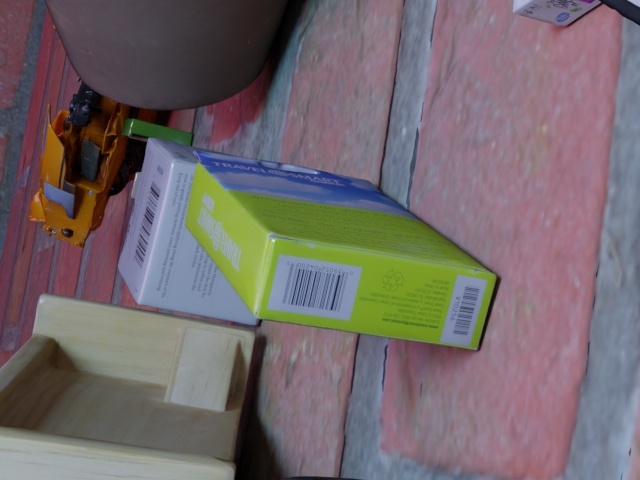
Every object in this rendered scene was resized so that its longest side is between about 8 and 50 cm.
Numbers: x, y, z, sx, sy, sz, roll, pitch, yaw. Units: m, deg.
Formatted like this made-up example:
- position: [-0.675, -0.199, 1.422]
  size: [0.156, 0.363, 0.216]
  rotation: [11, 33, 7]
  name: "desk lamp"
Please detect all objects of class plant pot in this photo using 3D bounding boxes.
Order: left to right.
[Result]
- position: [-0.111, -0.223, 0.932]
  size: [0.263, 0.263, 0.229]
  rotation: [-100, 12, -47]
  name: "plant pot"

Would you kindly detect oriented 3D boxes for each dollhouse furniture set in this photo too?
- position: [-0.158, -0.029, 1.193]
  size: [0.076, 0.058, 0.152]
  rotation: [-160, 81, -71]
  name: "dollhouse furniture set"

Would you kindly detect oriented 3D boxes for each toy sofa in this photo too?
- position: [-0.124, 0.148, 0.719]
  size: [0.362, 0.150, 0.177]
  rotation: [-101, 21, -83]
  name: "toy sofa"

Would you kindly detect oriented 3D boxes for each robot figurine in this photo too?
- position: [-0.200, -0.146, 1.254]
  size: [0.211, 0.085, 0.291]
  rotation: [-64, -7, -53]
  name: "robot figurine"

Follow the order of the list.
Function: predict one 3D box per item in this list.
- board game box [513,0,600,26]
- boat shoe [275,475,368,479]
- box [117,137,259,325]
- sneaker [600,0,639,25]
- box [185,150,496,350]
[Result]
- position: [0.118, -0.176, 0.537]
  size: [0.103, 0.026, 0.154]
  rotation: [151, 128, -66]
  name: "board game box"
- position: [0.013, 0.236, 0.493]
  size: [0.324, 0.122, 0.120]
  rotation: [-92, 17, -55]
  name: "boat shoe"
- position: [-0.081, -0.008, 0.918]
  size: [0.102, 0.087, 0.101]
  rotation: [-139, 62, -69]
  name: "box"
- position: [0.096, -0.256, 0.392]
  size: [0.257, 0.169, 0.448]
  rotation: [-39, 45, 50]
  name: "sneaker"
- position: [0.000, 0.000, 0.649]
  size: [0.178, 0.109, 0.042]
  rotation: [-137, 58, -68]
  name: "box"
